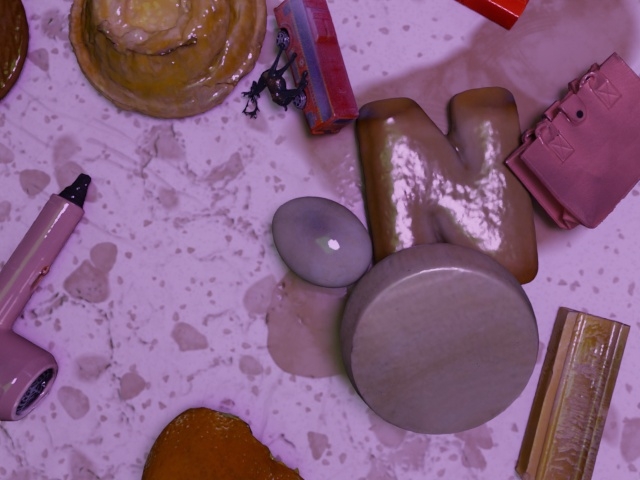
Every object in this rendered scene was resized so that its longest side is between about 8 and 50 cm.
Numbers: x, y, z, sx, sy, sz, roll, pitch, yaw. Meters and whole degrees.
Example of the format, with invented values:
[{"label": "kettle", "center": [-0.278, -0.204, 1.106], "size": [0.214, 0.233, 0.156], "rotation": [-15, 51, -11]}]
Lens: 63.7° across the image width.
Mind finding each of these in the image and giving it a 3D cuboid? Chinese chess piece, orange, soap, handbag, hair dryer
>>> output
[{"label": "Chinese chess piece", "center": [0.149, 0.125, 0.667], "size": [0.250, 0.101, 0.251], "rotation": [-1, 107, -2]}, {"label": "orange", "center": [-0.133, 0.341, 0.667], "size": [0.237, 0.158, 0.179], "rotation": [46, 105, 1]}, {"label": "soap", "center": [0.354, 0.225, 0.723], "size": [0.092, 0.037, 0.252], "rotation": [16, 88, 3]}, {"label": "handbag", "center": [0.370, -0.133, 0.703], "size": [0.212, 0.059, 0.157], "rotation": [-45, 98, -10]}, {"label": "hair dryer", "center": [-0.410, 0.059, 0.723], "size": [0.189, 0.107, 0.345], "rotation": [29, 82, 2]}]

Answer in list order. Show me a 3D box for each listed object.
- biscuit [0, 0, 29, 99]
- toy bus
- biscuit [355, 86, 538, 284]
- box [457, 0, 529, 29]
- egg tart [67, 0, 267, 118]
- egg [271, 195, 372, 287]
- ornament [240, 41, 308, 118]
[{"label": "biscuit", "center": [-0.557, -0.300, 0.766], "size": [0.261, 0.037, 0.262], "rotation": [0, 87, 1]}, {"label": "toy bus", "center": [-0.006, -0.249, 0.725], "size": [0.065, 0.077, 0.193], "rotation": [-15, 89, -40]}, {"label": "biscuit", "center": [0.179, -0.067, 0.730], "size": [0.236, 0.062, 0.291], "rotation": [-5, 89, 0]}, {"label": "box", "center": [0.277, -0.403, 0.753], "size": [0.100, 0.048, 0.152], "rotation": [30, 90, 4]}, {"label": "egg tart", "center": [-0.222, -0.320, 0.724], "size": [0.289, 0.115, 0.291], "rotation": [0, 85, 1]}, {"label": "egg", "center": [0.000, 0.000, 0.701], "size": [0.152, 0.114, 0.114], "rotation": [36, 88, 21]}, {"label": "ornament", "center": [-0.069, -0.210, 0.728], "size": [0.125, 0.028, 0.074], "rotation": [-35, 79, 37]}]
